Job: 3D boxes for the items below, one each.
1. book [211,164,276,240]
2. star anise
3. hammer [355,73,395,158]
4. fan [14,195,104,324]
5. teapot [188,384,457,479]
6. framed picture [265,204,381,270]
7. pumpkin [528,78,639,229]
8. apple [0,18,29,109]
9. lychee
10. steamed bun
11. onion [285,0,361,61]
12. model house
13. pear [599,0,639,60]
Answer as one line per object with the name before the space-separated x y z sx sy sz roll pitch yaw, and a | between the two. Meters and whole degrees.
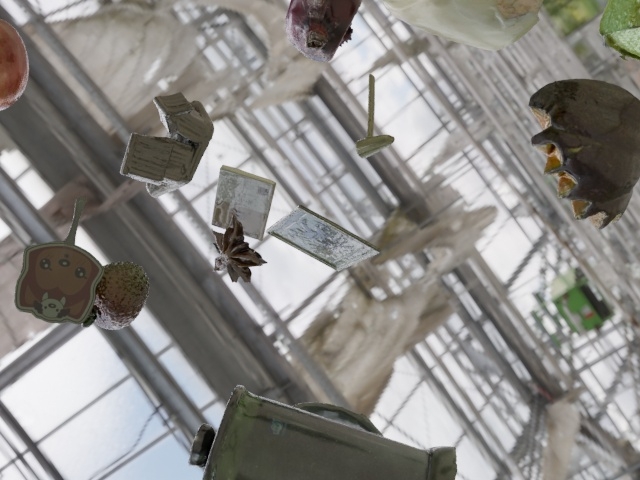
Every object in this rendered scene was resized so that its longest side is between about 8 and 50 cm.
book | -0.189 -0.089 2.353 0.138 0.199 0.016 18 -135 2
star anise | -0.164 0.028 1.786 0.056 0.129 0.124 -26 -102 -48
hammer | 0.087 -0.205 1.505 0.028 0.060 0.195 49 -150 -36
fan | -0.415 0.029 1.580 0.132 0.009 0.220 14 -110 -11
teapot | -0.002 0.306 1.303 0.337 0.200 0.270 18 -152 2
framed picture | 0.000 0.000 1.816 0.173 0.010 0.231 29 162 -10
pumpkin | 0.438 -0.133 1.503 0.254 0.149 0.130 48 -135 -15
apple | -0.603 -0.291 1.656 0.209 0.209 0.164 -43 -54 -70
lychee | -0.353 0.096 1.651 0.114 0.114 0.146 52 -128 -5
steamed bun | 0.215 -0.370 1.341 0.225 0.200 0.170 13 -160 -25
onion | -0.010 -0.418 1.826 0.135 0.173 0.198 27 -147 5
model house | -0.324 -0.195 1.990 0.122 0.229 0.188 30 -174 26
pear | 0.700 -0.479 1.810 0.176 0.286 0.282 22 -103 -33
